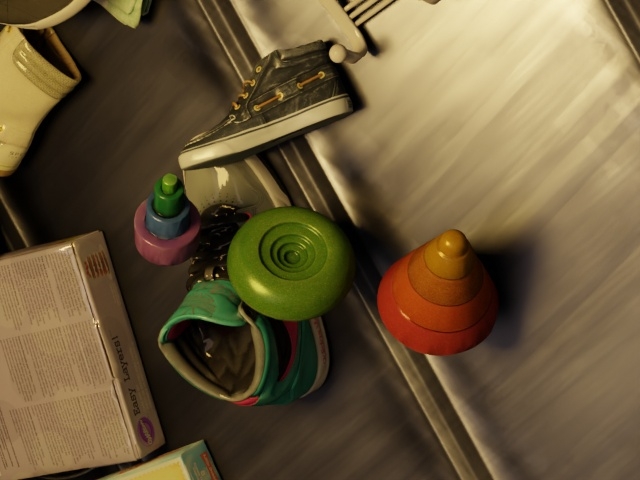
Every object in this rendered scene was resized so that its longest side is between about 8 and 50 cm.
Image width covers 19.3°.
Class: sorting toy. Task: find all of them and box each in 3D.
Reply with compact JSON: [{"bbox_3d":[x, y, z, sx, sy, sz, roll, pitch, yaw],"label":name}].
[{"bbox_3d":[0.000,0.000,1.800,0.365,0.127,0.126,14,148,3],"label":"sorting toy"}]

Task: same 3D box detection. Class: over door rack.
[{"bbox_3d":[0.018,-0.360,1.786,0.239,0.108,0.324,-34,86,29],"label":"over door rack"}]

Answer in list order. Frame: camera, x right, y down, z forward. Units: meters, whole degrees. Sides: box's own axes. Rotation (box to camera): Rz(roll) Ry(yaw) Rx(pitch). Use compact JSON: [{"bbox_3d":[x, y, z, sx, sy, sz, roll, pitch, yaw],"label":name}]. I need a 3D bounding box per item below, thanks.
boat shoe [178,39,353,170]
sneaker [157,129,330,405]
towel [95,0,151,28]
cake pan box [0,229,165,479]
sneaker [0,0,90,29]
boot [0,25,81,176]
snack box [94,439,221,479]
[{"bbox_3d":[-0.065,-0.134,1.887,0.183,0.065,0.083,-21,85,-1],"label":"boat shoe"},{"bbox_3d":[-0.102,0.040,1.906,0.123,0.178,0.296,-20,92,29],"label":"sneaker"},{"bbox_3d":[-0.297,-0.388,1.949,0.324,0.038,0.248,29,130,18],"label":"towel"},{"bbox_3d":[-0.317,0.141,2.109,0.245,0.070,0.267,-15,95,32],"label":"cake pan box"},{"bbox_3d":[-0.362,-0.279,1.923,0.295,0.147,0.105,2,85,35],"label":"sneaker"},{"bbox_3d":[-0.371,-0.196,2.048,0.213,0.077,0.165,45,119,5],"label":"boot"},{"bbox_3d":[-0.149,0.400,2.088,0.187,0.060,0.322,-23,91,30],"label":"snack box"}]
